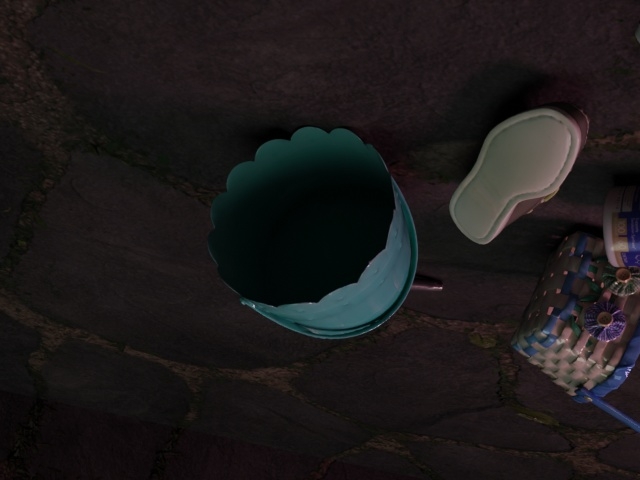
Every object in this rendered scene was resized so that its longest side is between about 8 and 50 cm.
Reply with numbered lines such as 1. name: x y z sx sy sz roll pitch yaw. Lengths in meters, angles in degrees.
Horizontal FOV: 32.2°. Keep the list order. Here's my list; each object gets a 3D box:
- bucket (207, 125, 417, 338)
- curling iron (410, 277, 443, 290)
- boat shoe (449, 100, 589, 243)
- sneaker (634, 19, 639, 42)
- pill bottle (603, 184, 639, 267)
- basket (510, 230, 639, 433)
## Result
1. bucket: 0.000 0.000 1.565 0.281 0.281 0.183 2 158 22
2. curling iron: 0.075 0.055 1.878 0.273 0.068 0.035 9 153 -4
3. boat shoe: 0.264 -0.098 1.431 0.109 0.091 0.305 50 152 9
4. sneaker: 0.345 -0.246 1.050 0.322 0.130 0.236 32 159 -17
5. pill bottle: 0.476 -0.020 1.459 0.186 0.112 0.112 -2 151 28
6. basket: 0.449 0.140 1.636 0.288 0.255 0.201 27 160 -6
